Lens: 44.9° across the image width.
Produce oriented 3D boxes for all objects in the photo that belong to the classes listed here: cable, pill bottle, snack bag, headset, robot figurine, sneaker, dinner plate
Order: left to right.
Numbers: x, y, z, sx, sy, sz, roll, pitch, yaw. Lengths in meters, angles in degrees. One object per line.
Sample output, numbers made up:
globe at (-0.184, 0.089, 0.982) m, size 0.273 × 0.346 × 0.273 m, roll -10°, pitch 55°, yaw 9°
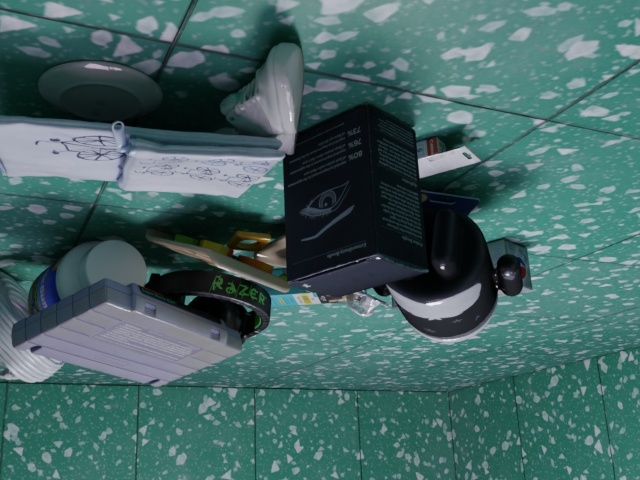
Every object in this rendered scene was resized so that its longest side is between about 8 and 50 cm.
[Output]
cable at (-0.607, 0.164, 1.524) m, size 0.089 × 0.257 × 0.257 m, roll -37°, pitch 164°, yaw -6°
pill bottle at (-0.430, 0.087, 1.439) m, size 0.152 × 0.152 × 0.272 m, roll 11°, pitch 157°, yaw -34°
dinner plate at (-0.256, -0.167, 0.906) m, size 0.141 × 0.017 × 0.141 m, roll -1°, pitch 163°, yaw 0°
snack bag at (-0.243, -0.097, 0.977) m, size 0.343 × 0.037 × 0.323 m, roll 4°, pitch 175°, yaw -17°
headset at (-0.265, 0.128, 1.569) m, size 0.244 × 0.185 × 0.394 m, roll 24°, pitch 146°, yaw -34°
sneaker at (-0.069, -0.156, 0.881) m, size 0.094 × 0.080 × 0.212 m, roll 10°, pitch 162°, yaw -1°
robot figurine at (0.193, 0.054, 1.248) m, size 0.173 × 0.209 × 0.278 m, roll -44°, pitch 146°, yaw -8°

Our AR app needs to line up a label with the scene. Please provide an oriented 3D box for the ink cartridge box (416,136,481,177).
ink cartridge box at (0.158, -0.118, 1.083) m, size 0.115 × 0.029 × 0.063 m, roll -14°, pitch 158°, yaw 29°

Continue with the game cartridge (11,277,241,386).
game cartridge at (-0.330, 0.172, 1.388) m, size 0.230 × 0.068 × 0.355 m, roll -28°, pitch 147°, yaw 21°

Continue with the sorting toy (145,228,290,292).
sorting toy at (-0.177, 0.028, 1.355) m, size 0.208 × 0.038 × 0.193 m, roll 17°, pitch 174°, yaw 43°

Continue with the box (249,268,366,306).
box at (-0.025, 0.099, 1.667) m, size 0.245 × 0.060 × 0.100 m, roll -4°, pitch 162°, yaw 6°

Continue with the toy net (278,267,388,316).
toy net at (0.034, 0.095, 1.377) m, size 0.232 × 0.045 × 0.122 m, roll 23°, pitch 175°, yaw 44°

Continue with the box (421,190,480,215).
box at (0.153, -0.024, 1.302) m, size 0.137 × 0.036 × 0.225 m, roll 7°, pitch 145°, yaw -25°

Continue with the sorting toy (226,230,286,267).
sorting toy at (0.000, 0.000, 1.400) m, size 0.348 × 0.047 × 0.196 m, roll 11°, pitch 154°, yaw -35°

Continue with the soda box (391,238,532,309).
soda box at (0.284, 0.081, 1.600) m, size 0.286 × 0.091 × 0.098 m, roll -18°, pitch 157°, yaw 39°

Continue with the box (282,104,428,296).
box at (0.041, -0.045, 1.003) m, size 0.153 × 0.206 × 0.108 m, roll -18°, pitch 156°, yaw 39°
